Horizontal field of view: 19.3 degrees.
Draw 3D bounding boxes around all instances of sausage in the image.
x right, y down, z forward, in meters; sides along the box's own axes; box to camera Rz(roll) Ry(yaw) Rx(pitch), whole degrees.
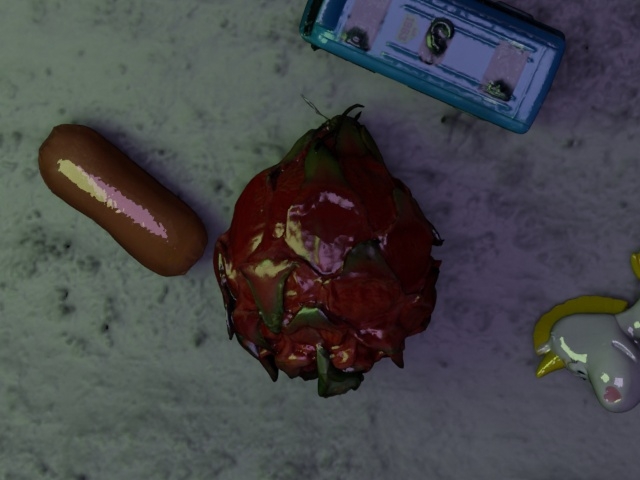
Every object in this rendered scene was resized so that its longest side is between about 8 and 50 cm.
[{"bbox_3d":[-0.196,-0.040,1.861,0.194,0.077,0.077,39,99,-3],"label":"sausage"}]

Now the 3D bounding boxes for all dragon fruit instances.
[{"bbox_3d":[0.000,0.000,1.808,0.233,0.234,0.293,-11,67,5],"label":"dragon fruit"}]

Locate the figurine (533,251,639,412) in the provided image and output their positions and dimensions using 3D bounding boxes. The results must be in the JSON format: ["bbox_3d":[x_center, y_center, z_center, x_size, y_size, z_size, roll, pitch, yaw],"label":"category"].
[{"bbox_3d":[0.296,0.099,1.855,0.178,0.109,0.130,-33,70,8],"label":"figurine"}]

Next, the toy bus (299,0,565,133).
[{"bbox_3d":[0.106,-0.194,1.787,0.246,0.134,0.114,24,100,-2],"label":"toy bus"}]
